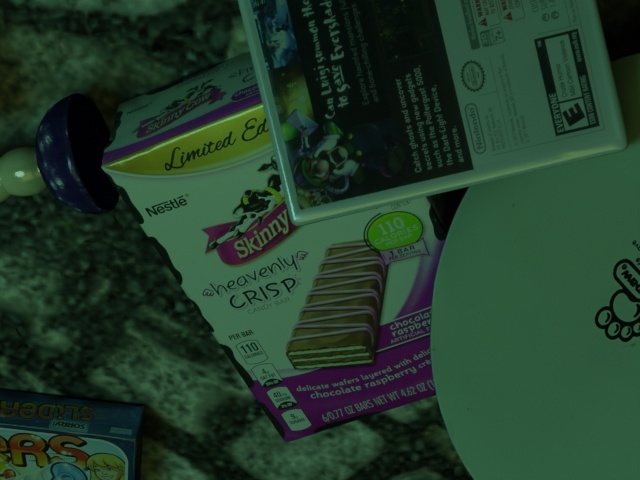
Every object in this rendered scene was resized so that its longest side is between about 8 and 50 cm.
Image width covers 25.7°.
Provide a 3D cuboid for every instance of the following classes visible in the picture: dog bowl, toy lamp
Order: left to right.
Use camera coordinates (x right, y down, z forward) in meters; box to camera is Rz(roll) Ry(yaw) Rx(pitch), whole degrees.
[{"bbox_3d":[-0.259,-0.021,0.822,0.274,0.080,0.080,-15,125,12],"label":"toy lamp"},{"bbox_3d":[0.187,0.040,0.714,0.104,0.265,0.265,18,132,-44],"label":"dog bowl"}]

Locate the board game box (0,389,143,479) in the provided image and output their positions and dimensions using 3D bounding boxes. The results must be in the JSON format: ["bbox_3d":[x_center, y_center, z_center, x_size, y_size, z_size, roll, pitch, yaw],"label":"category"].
[{"bbox_3d":[-0.228,0.163,0.985,0.201,0.035,0.136,6,127,-1],"label":"board game box"}]

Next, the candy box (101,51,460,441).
[{"bbox_3d":[0.000,0.000,0.824,0.159,0.071,0.233,-20,123,17],"label":"candy box"}]

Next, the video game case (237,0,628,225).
[{"bbox_3d":[0.047,-0.118,0.699,0.173,0.022,0.190,-13,94,8],"label":"video game case"}]
